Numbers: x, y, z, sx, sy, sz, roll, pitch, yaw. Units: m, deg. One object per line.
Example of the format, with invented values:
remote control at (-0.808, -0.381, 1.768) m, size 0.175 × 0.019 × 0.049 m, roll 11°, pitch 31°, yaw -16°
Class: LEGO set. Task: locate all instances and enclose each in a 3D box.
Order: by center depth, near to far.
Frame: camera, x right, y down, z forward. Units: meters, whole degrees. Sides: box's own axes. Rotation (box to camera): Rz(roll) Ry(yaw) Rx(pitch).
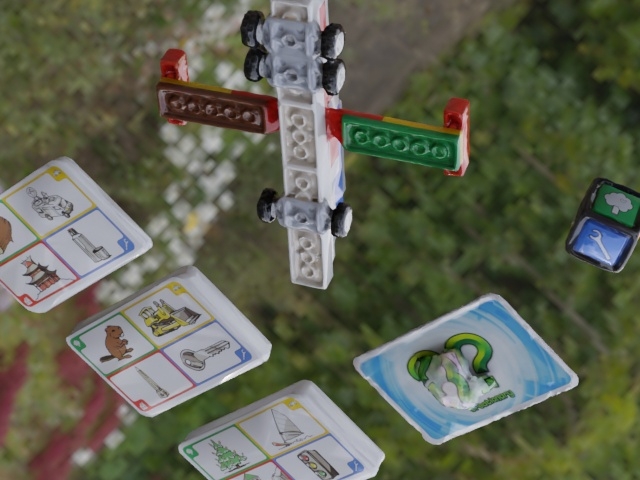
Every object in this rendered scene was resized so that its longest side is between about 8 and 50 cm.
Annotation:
LEGO set at (0.000, 0.000, 0.672) m, size 0.244 × 0.182 × 0.060 m, roll -29°, pitch -157°, yaw 41°
